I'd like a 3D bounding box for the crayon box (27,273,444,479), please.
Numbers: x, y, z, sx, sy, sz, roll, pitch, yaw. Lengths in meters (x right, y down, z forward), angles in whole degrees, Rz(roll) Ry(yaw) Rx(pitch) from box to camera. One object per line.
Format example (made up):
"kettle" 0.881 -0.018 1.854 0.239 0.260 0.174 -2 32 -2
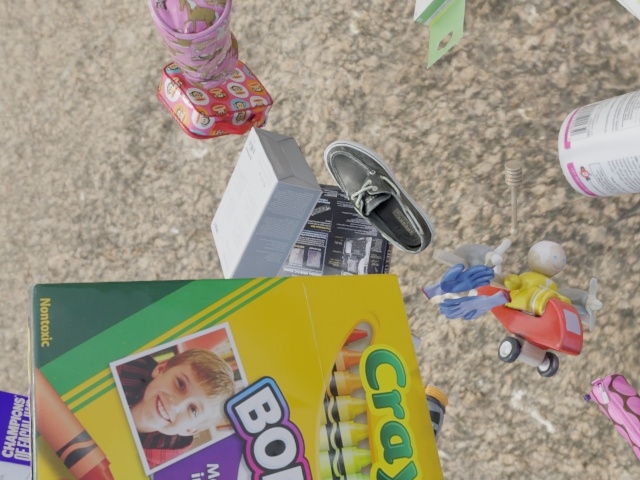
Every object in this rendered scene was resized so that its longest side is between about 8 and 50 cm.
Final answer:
"crayon box" -0.054 0.212 0.494 0.106 0.313 0.363 -42 54 56

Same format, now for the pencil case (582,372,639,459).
"pencil case" 0.632 0.368 1.267 0.095 0.098 0.209 -41 39 10

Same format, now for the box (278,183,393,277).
"box" 0.000 0.000 1.354 0.307 0.076 0.242 8 92 16

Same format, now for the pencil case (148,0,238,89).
"pencil case" -0.254 -0.443 1.326 0.167 0.386 0.160 -43 92 -5

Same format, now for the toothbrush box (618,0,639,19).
"toothbrush box" 0.535 -0.336 0.730 0.283 0.122 0.206 12 127 -5

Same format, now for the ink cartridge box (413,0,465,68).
"ink cartridge box" 0.277 -0.547 1.470 0.171 0.056 0.235 150 132 -69

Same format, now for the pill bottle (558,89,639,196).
"pill bottle" 0.531 -0.160 0.974 0.283 0.160 0.160 -6 97 60

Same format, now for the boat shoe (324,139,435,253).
"boat shoe" 0.086 -0.069 0.955 0.219 0.070 0.078 44 114 7

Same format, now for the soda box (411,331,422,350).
"soda box" 0.130 0.287 1.398 0.216 0.074 0.069 -60 32 1

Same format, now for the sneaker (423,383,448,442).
"sneaker" 0.077 0.259 0.926 0.215 0.083 0.084 -9 137 22

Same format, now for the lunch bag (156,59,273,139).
"lunch bag" -0.279 -0.391 1.768 0.258 0.293 0.120 51 134 19

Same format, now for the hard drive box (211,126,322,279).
"hard drive box" -0.106 -0.055 1.135 0.232 0.089 0.181 -60 34 30

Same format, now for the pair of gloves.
"pair of gloves" 0.309 0.110 1.343 0.159 0.198 0.023 -21 46 24

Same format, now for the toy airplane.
"toy airplane" 0.489 0.113 1.535 0.384 0.386 0.272 36 108 23

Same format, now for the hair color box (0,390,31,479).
"hair color box" -0.334 0.312 0.815 0.185 0.339 0.110 -52 32 25

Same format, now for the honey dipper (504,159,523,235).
"honey dipper" 0.345 -0.071 1.123 0.030 0.030 0.161 13 139 29
